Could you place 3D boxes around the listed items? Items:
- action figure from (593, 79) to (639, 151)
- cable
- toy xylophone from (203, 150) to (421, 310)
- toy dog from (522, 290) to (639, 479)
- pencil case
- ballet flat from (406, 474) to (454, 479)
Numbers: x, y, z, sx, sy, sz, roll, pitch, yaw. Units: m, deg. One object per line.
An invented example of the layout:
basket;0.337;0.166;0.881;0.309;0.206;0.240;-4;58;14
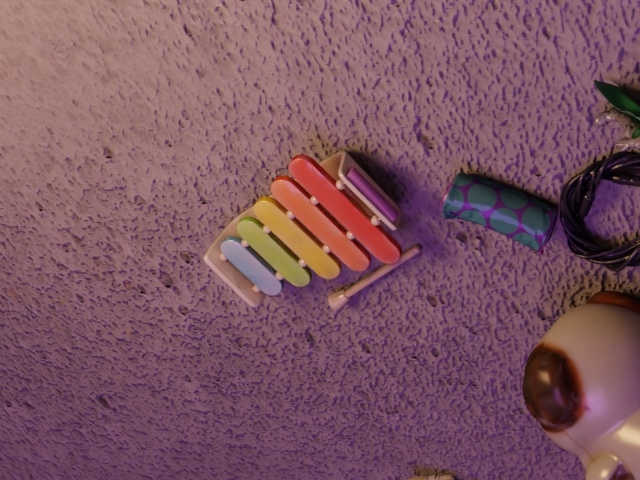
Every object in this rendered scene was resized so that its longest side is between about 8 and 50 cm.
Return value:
action figure;0.391;-0.107;1.599;0.137;0.232;0.063;37;98;-19
cable;0.382;-0.035;1.784;0.150;0.047;0.184;43;133;-16
toy xylophone;0.000;0.000;1.957;0.236;0.081;0.323;38;133;-12
toy dog;0.448;0.256;1.811;0.408;0.284;0.395;36;154;19
pencil case;0.237;-0.037;1.834;0.152;0.064;0.070;21;121;5
ballet flat;0.221;0.408;2.250;0.168;0.057;0.052;22;107;0
